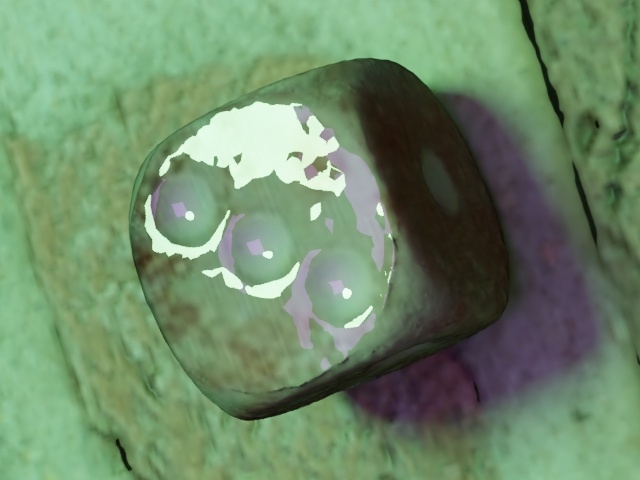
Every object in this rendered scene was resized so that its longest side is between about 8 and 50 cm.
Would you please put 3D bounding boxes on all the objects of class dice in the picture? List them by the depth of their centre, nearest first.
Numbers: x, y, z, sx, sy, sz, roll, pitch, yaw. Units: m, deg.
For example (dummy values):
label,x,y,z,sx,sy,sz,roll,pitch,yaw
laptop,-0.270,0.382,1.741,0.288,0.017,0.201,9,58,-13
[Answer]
label,x,y,z,sx,sy,sz,roll,pitch,yaw
dice,0.000,0.000,0.633,0.091,0.094,0.093,-26,81,25
